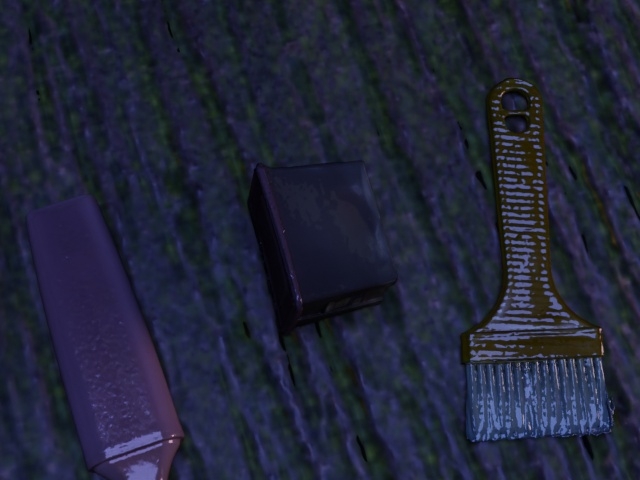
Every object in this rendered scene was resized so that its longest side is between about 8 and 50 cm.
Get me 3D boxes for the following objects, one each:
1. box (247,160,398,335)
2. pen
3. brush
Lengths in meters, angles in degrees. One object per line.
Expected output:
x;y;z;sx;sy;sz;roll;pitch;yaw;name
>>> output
0.000;0.000;0.618;0.063;0.060;0.084;-13;73;-12;box
-0.111;0.070;0.603;0.053;0.032;0.197;-17;72;-9;pen
0.117;0.006;0.647;0.082;0.010;0.218;-1;72;-3;brush
